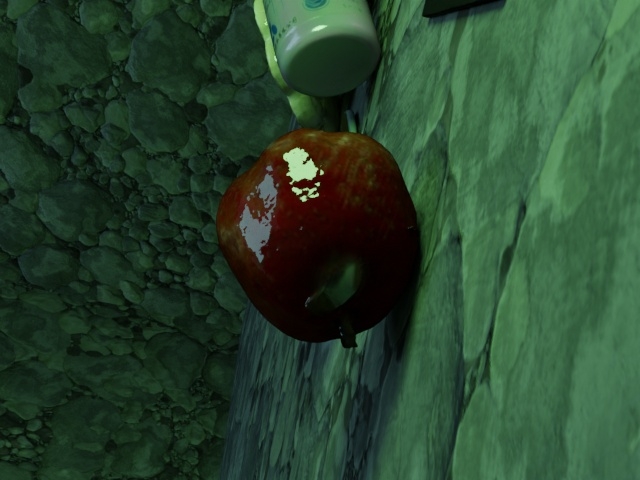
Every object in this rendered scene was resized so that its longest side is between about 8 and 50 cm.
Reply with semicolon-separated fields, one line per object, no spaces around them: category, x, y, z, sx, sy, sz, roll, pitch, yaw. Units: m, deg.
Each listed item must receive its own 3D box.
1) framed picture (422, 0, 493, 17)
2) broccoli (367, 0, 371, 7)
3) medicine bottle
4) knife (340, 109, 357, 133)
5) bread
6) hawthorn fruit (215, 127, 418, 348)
framed picture;0.149;-0.326;0.847;0.324;0.013;0.244;-111;33;-78
broccoli;0.006;-0.496;1.626;0.180;0.243;0.273;-48;29;31
medicine bottle;-0.008;-0.349;1.405;0.152;0.152;0.254;111;151;-55
knife;0.040;-0.128;1.400;0.343;0.027;0.061;-91;10;-64
bread;-0.033;-0.324;1.702;0.316;0.054;0.316;57;-158;-38
hawthorn fruit;0.006;0.007;0.842;0.185;0.185;0.202;108;154;-47
